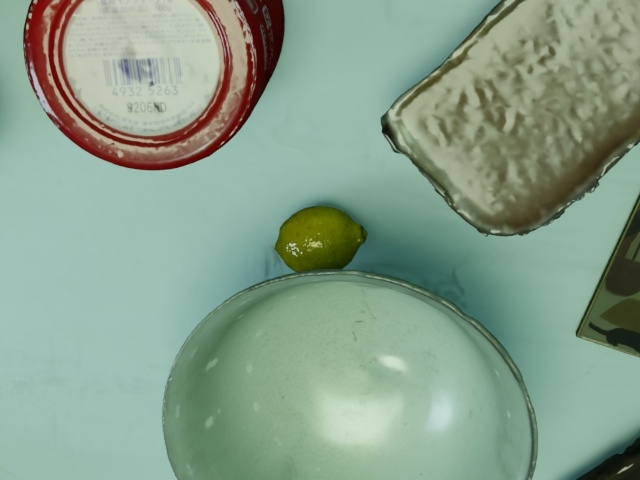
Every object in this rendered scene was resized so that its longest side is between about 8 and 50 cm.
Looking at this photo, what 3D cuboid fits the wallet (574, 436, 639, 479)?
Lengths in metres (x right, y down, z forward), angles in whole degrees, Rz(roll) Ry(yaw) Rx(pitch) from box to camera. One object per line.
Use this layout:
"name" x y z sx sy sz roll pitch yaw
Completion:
"wallet" 0.293 0.274 1.209 0.165 0.042 0.309 43 115 -15

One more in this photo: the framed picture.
"framed picture" 0.319 0.020 1.101 0.136 0.010 0.200 19 117 -1

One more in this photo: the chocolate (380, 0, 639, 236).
"chocolate" 0.189 -0.123 1.010 0.261 0.083 0.161 -40 88 22

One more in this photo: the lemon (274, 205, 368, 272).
"lemon" 0.000 0.000 1.105 0.083 0.062 0.062 -11 114 13

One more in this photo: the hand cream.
"hand cream" -0.128 -0.159 1.013 0.193 0.125 0.193 3 114 8

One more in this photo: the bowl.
"bowl" 0.032 0.134 1.120 0.313 0.146 0.313 4 116 8
